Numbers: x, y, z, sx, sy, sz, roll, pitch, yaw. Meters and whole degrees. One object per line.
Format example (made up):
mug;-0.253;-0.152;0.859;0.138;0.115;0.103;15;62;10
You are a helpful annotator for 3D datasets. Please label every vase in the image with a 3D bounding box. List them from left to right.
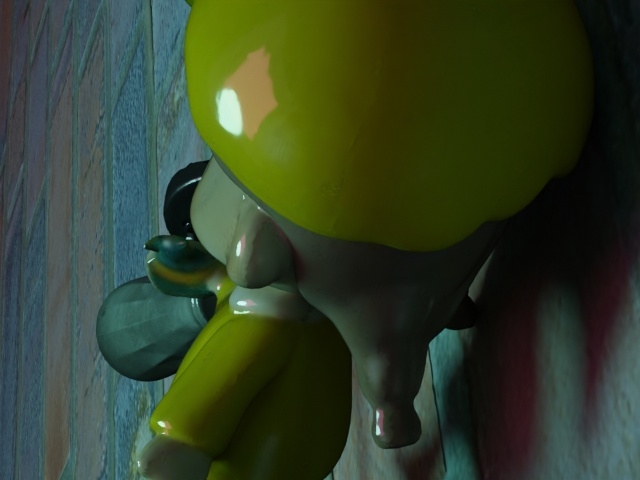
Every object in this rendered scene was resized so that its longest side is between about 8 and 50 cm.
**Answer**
vase;-0.105;0.058;1.247;0.214;0.086;0.086;158;118;-64

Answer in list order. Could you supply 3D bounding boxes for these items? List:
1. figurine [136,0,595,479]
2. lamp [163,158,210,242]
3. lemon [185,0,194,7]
figurine;0.000;0.000;0.751;0.215;0.187;0.344;-71;2;-61
lamp;-0.006;0.107;0.932;0.130;0.108;0.371;60;-170;-50
lemon;-0.018;-0.216;0.928;0.248;0.184;0.184;-102;27;-46
